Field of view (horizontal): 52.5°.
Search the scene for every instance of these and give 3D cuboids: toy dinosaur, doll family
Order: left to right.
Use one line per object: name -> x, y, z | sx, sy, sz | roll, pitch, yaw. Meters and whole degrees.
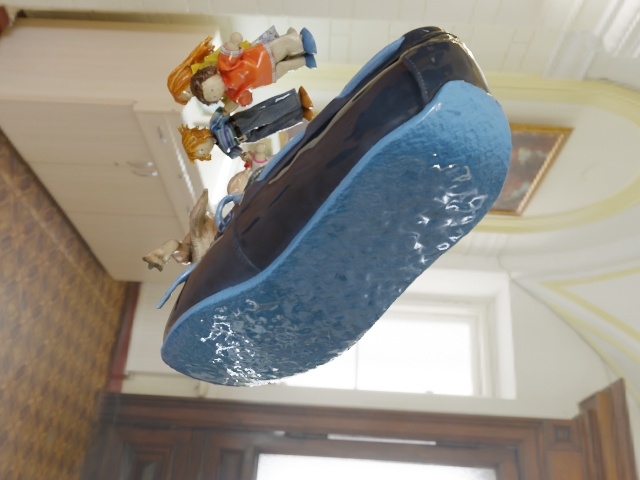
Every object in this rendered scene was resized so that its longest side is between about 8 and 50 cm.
toy dinosaur -> -0.142, 0.035, 0.956 | 0.200, 0.127, 0.295 | -59, 142, -52
doll family -> -0.091, -0.154, 0.769 | 0.263, 0.163, 0.118 | 79, -15, -54

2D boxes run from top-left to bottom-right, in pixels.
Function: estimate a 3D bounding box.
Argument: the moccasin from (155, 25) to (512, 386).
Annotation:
moccasin -> 0.000, 0.000, 0.458 | 0.342, 0.138, 0.116 | -39, -142, 38
